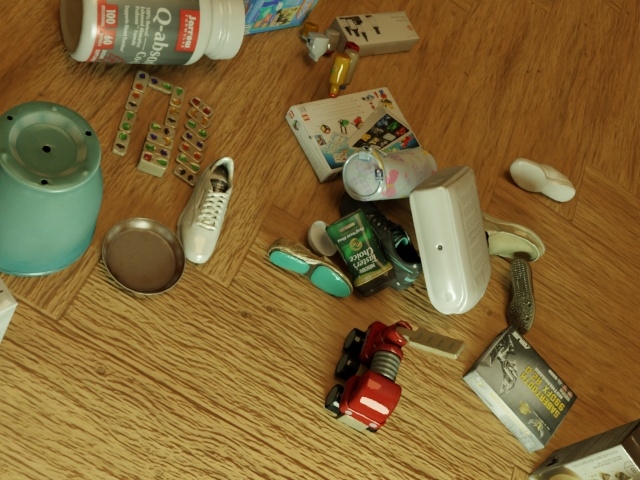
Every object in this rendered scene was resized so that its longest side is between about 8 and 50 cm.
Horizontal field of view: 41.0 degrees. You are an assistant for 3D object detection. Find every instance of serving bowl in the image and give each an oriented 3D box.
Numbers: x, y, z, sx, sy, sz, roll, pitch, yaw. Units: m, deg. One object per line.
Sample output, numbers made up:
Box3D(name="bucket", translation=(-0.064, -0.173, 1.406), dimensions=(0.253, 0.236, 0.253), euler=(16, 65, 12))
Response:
Box3D(name="serving bowl", translation=(0.000, 0.000, 1.907), dimensions=(0.083, 0.027, 0.083), euler=(26, 50, -36))

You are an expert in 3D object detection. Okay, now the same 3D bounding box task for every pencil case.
Box3D(name="pencil case", translation=(0.165, -0.157, 1.991), dimensions=(0.273, 0.113, 0.124), euler=(-6, 91, -53))

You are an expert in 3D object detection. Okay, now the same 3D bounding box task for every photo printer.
Box3D(name="photo printer", translation=(0.302, 0.004, 1.935), dimensions=(0.256, 0.107, 0.308), euler=(-36, 116, -61))

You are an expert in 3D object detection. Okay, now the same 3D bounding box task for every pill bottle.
Box3D(name="pill bottle", translation=(-0.363, -0.491, 1.868), dimensions=(0.363, 0.210, 0.210), euler=(-5, 67, -31))

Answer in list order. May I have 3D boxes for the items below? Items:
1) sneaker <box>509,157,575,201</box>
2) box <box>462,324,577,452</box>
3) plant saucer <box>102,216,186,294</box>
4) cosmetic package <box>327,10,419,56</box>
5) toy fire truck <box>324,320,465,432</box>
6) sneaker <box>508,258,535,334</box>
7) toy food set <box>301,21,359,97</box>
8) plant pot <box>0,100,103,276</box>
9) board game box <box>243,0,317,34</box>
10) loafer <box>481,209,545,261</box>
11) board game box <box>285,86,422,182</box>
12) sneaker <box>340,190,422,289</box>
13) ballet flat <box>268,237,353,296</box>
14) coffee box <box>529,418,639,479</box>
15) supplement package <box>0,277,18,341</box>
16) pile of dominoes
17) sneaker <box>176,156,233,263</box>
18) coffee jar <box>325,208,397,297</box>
Box3D(name="sneaker", translation=(0.594, -0.181, 2.326), dimensions=(0.212, 0.080, 0.094), euler=(24, 43, -24))
Box3D(name="box", translation=(0.459, 0.337, 1.963), dimensions=(0.231, 0.056, 0.183), euler=(48, 51, 3))
Box3D(name="plant saucer", translation=(-0.352, 0.034, 1.698), dimensions=(0.168, 0.029, 0.168), euler=(14, 58, -23))
Box3D(name="cosmetic package", translation=(0.143, -0.549, 2.278), dimensions=(0.239, 0.060, 0.099), euler=(-16, 73, -34))
Box3D(name="toy fire truck", translation=(0.149, 0.257, 1.714), dimensions=(0.158, 0.246, 0.217), euler=(30, 53, -11))
Box3D(name="sneaker", translation=(0.500, 0.140, 2.089), dimensions=(0.071, 0.066, 0.188), euler=(27, 63, -56))
Box3D(name="toy food set", translation=(0.024, -0.451, 2.139), dimensions=(0.111, 0.104, 0.232), euler=(-3, 36, -32))
Box3D(name="plant pot", translation=(-0.513, -0.110, 1.545), dimensions=(0.271, 0.255, 0.272), euler=(14, 57, -22))
Box3D(name="board game box", translation=(-0.103, -0.579, 2.095), dimensions=(0.210, 0.160, 0.047), euler=(-19, 74, -36))
Box3D(name="loafer", translation=(0.425, -0.001, 2.112), dimensions=(0.268, 0.102, 0.092), euler=(22, 56, -6))
Box3D(name="board game box", translation=(0.085, -0.264, 2.091), dimensions=(0.305, 0.053, 0.193), euler=(-17, 72, -35))
Box3D(name="sneaker", translation=(0.148, -0.020, 1.959), dimensions=(0.101, 0.106, 0.267), euler=(-28, 78, -35))
Box3D(name="ballet flat", translation=(-0.015, 0.051, 1.854), dimensions=(0.206, 0.073, 0.067), euler=(30, 39, -16))
Box3D(name="coffee box", translation=(0.608, 0.503, 1.800), dimensions=(0.119, 0.297, 0.168), euler=(-29, 81, -37))
Box3D(name="supplement package", translation=(-0.621, 0.134, 1.343), dimensions=(0.204, 0.262, 0.145), euler=(-31, 82, -38))
Box3D(name="pile of dominoes", translation=(-0.331, -0.251, 1.861), dimensions=(0.196, 0.040, 0.251), euler=(20, 56, -18))
Box3D(name="sneaker", translation=(-0.234, -0.066, 1.777), dimensions=(0.090, 0.095, 0.235), euler=(20, 62, -24))
Box3D(name="coffee jar", translation=(0.092, 0.030, 1.889), dimensions=(0.096, 0.079, 0.184), euler=(-29, 91, -1))
